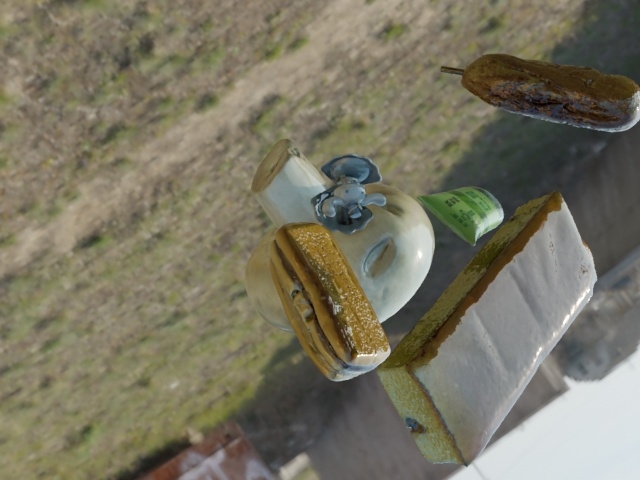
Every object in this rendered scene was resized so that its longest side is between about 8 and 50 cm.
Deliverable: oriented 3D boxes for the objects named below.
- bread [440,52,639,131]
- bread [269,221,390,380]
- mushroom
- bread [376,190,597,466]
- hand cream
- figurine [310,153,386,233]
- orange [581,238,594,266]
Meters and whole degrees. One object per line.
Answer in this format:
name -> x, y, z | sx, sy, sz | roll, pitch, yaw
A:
bread -> 0.368, -0.257, 1.732 | 0.124, 0.344, 0.084 | -56, 158, -58
bread -> 0.005, 0.073, 1.262 | 0.077, 0.200, 0.116 | -36, 164, 32
mushroom -> 0.009, 0.029, 1.836 | 0.325, 0.353, 0.353 | -62, 160, 16
bread -> 0.208, 0.093, 1.217 | 0.077, 0.138, 0.361 | -15, -158, 48
hand cream -> 0.193, -0.038, 1.363 | 0.046, 0.095, 0.175 | -52, 165, 21
figurine -> 0.038, -0.056, 1.335 | 0.094, 0.086, 0.082 | 12, 152, -11
orange -> 0.348, 0.050, 1.559 | 0.136, 0.117, 0.135 | -22, 169, -5
